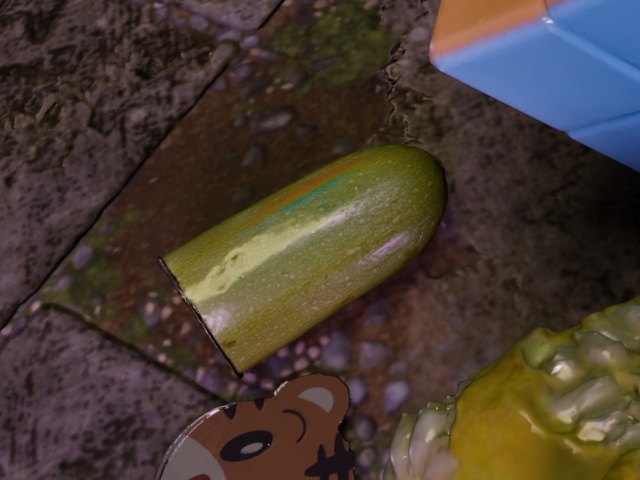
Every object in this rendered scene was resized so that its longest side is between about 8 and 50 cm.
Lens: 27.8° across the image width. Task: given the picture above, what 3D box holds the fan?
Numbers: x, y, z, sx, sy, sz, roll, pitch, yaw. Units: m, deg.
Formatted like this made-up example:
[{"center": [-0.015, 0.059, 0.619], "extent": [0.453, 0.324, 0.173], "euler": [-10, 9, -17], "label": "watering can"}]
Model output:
[{"center": [-0.078, 0.163, 0.764], "extent": [0.227, 0.008, 0.152], "euler": [-20, 43, 10], "label": "fan"}]

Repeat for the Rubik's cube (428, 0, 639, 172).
[{"center": [0.271, -0.188, 0.627], "extent": [0.292, 0.290, 0.291], "euler": [-11, 61, 58], "label": "Rubik's cube"}]

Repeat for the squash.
[{"center": [0.000, 0.000, 0.811], "extent": [0.188, 0.095, 0.095], "euler": [-33, 52, -5], "label": "squash"}]

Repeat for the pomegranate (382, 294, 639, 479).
[{"center": [0.172, 0.131, 0.571], "extent": [0.260, 0.260, 0.341], "euler": [30, 44, 33], "label": "pomegranate"}]
